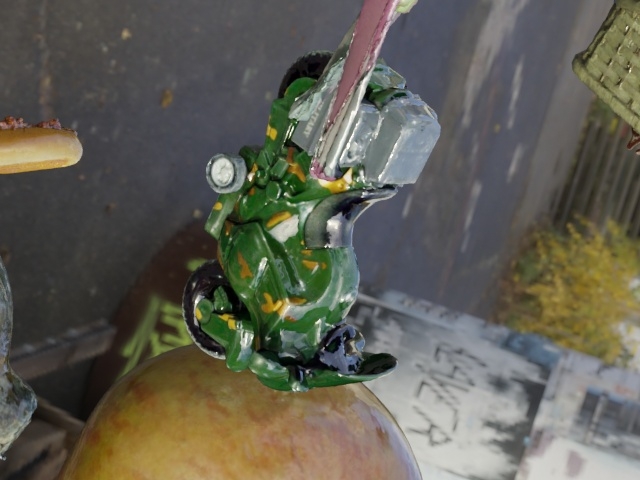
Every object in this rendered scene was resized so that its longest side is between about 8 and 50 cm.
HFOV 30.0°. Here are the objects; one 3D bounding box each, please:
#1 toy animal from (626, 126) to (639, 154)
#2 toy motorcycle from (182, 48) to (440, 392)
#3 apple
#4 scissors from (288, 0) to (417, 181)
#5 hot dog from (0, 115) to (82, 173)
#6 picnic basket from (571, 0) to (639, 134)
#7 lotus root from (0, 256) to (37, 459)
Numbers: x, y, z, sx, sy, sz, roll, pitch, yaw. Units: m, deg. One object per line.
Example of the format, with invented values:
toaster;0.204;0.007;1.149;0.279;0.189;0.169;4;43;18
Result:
toy animal;0.521;-0.076;1.505;0.087;0.260;0.243;-11;169;-31
toy motorcycle;0.000;0.000;0.861;0.125;0.187;0.274;-8;129;-54
apple;-0.094;0.290;1.238;0.400;0.333;0.400;-14;117;-28
scissors;0.035;-0.108;0.443;0.187;0.020;0.133;-61;-151;28
hot dog;-0.445;-0.130;1.622;0.249;0.102;0.076;-8;109;-34
picnic basket;0.281;-0.163;0.788;0.154;0.134;0.196;-4;134;-36
lotus root;-0.298;-0.008;0.704;0.175;0.349;0.175;-47;179;-1
